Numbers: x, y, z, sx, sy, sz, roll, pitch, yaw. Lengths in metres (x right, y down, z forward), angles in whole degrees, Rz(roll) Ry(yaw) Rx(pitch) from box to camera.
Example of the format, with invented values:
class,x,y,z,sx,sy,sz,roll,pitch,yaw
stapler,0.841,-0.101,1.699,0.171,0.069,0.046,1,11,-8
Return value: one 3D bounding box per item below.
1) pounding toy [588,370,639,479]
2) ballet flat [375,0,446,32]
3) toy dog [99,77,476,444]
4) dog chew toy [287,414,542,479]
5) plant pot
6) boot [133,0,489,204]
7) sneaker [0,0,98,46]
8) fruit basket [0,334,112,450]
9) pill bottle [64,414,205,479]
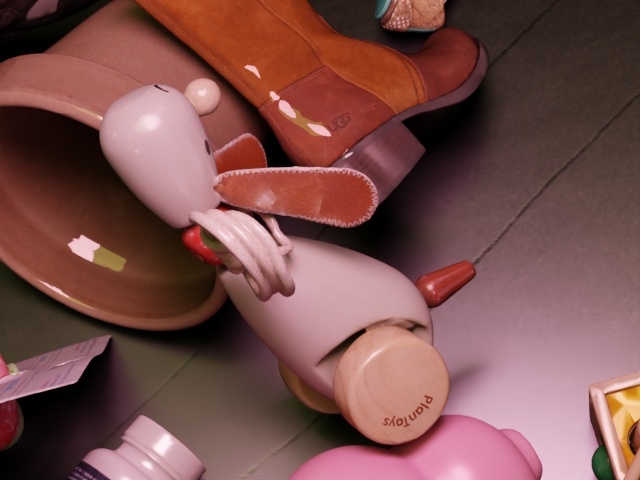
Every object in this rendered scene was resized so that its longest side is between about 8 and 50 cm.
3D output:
class,x,y,z,sx,sy,sz,roll,pitch,yaw
pounding toy,0.261,0.165,1.526,0.141,0.100,0.130,-15,65,1
ballet flat,0.098,-0.270,1.766,0.067,0.073,0.206,17,71,-13
toy dog,0.000,0.000,1.458,0.161,0.333,0.220,-45,45,-12
dog chew toy,0.024,0.247,1.478,0.332,0.206,0.206,-34,66,-16
plant pot,-0.146,-0.094,1.635,0.263,0.263,0.229,18,53,15
boot,-0.013,-0.178,1.620,0.280,0.096,0.264,44,48,-4
sneaker,-0.344,-0.162,1.663,0.483,0.185,0.202,-22,51,24
fruit basket,-0.335,0.152,1.517,0.353,0.327,0.165,-12,93,-2
pill bottle,-0.169,0.223,1.563,0.094,0.094,0.169,35,76,20
